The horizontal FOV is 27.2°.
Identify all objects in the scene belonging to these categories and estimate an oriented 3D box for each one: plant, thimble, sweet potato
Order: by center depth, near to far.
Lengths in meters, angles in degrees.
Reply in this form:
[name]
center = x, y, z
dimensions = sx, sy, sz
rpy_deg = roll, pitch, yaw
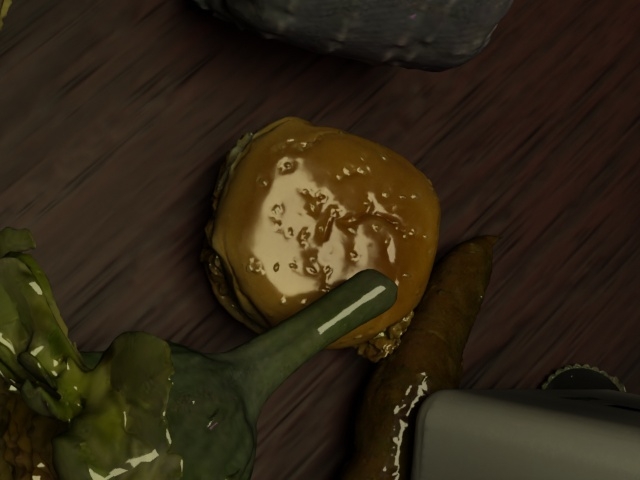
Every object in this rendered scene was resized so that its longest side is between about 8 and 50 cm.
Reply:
[plant]
center = -0.119, 0.102, 0.688
dimensions = 0.297, 0.261, 0.306
rpy_deg = -65, 151, -47
[thimble]
center = 0.026, -0.225, 0.795
dimensions = 0.172, 0.205, 0.236
rpy_deg = 9, 105, -19
[sweet potato]
center = 0.060, 0.099, 0.844
dimensions = 0.067, 0.067, 0.274
rpy_deg = 34, 66, -18

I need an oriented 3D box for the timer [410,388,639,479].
[timer]
center = 0.180, 0.195, 0.782
dimensions = 0.194, 0.195, 0.192
rpy_deg = 6, 90, -41

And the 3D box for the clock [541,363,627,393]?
[clock]
center = 0.185, 0.124, 0.927
dimensions = 0.083, 0.010, 0.074
rpy_deg = 26, 74, -21

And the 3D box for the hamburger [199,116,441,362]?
[hamburger]
center = 0.000, 0.000, 0.816
dimensions = 0.147, 0.083, 0.138
rpy_deg = 21, 80, -18

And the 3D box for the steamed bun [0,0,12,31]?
[steamed bun]
center = -0.290, -0.102, 0.645
dimensions = 0.232, 0.166, 0.273
rpy_deg = 33, 72, -20
